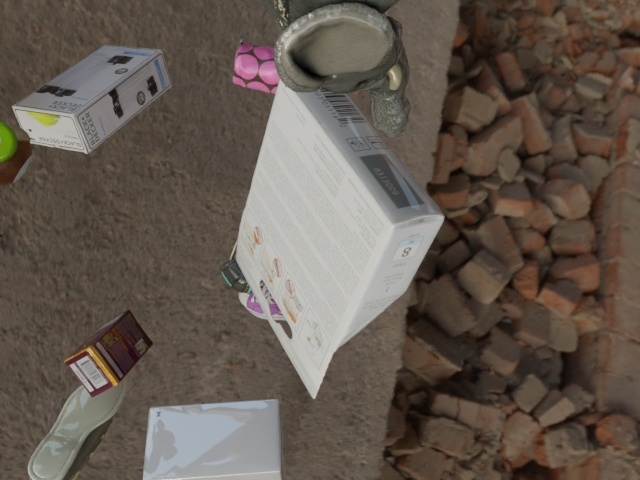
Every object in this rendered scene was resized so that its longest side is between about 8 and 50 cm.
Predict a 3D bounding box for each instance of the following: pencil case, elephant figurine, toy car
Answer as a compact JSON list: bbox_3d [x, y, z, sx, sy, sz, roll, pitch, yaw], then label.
[{"bbox_3d":[-0.072,-0.349,1.408,0.210,0.095,0.098,16,44,6],"label":"pencil case"},{"bbox_3d":[0.018,-0.193,0.580,0.186,0.239,0.169,31,40,4],"label":"elephant figurine"},{"bbox_3d":[-0.437,-0.049,0.872,0.149,0.155,0.188,-8,96,-18],"label":"toy car"}]

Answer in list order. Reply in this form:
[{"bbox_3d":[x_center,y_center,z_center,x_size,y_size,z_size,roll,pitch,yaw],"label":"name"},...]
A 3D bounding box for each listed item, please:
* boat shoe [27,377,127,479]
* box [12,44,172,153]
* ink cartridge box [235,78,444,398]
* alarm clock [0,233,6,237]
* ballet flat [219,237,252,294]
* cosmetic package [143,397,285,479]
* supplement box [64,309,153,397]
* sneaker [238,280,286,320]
[{"bbox_3d":[-0.537,0.427,1.538,0.109,0.091,0.305,21,42,8],"label":"boat shoe"},{"bbox_3d":[-0.464,-0.301,1.426,0.169,0.087,0.290,13,44,24],"label":"box"},{"bbox_3d":[0.000,0.000,1.005,0.091,0.384,0.308,-12,52,-29],"label":"ink cartridge box"},{"bbox_3d":[-0.682,0.028,1.283,0.064,0.129,0.192,33,49,9],"label":"alarm clock"},{"bbox_3d":[-0.110,-0.012,1.437,0.096,0.095,0.280,36,56,5],"label":"ballet flat"},{"bbox_3d":[-0.176,0.395,1.219,0.224,0.224,0.138,-4,50,-2],"label":"cosmetic package"},{"bbox_3d":[-0.470,0.250,1.544,0.104,0.081,0.188,58,20,-11],"label":"supplement box"},{"bbox_3d":[-0.106,0.124,1.639,0.161,0.282,0.102,50,58,-48],"label":"sneaker"}]
